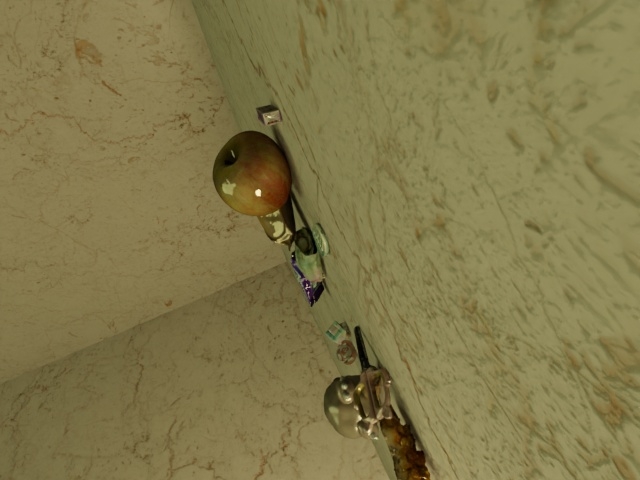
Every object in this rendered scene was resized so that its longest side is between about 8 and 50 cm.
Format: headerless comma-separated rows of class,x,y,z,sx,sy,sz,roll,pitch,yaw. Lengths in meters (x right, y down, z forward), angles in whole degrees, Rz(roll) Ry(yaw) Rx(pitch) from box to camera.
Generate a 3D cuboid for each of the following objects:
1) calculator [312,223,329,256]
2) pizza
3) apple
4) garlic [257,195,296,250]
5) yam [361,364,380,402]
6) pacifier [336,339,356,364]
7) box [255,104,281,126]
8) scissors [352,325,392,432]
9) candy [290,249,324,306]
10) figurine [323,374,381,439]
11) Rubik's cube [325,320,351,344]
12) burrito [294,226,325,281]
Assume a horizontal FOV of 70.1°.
calculator,0.000,0.000,1.387,0.153,0.021,0.095,93,154,-72
pizza,0.231,0.570,1.197,0.161,0.085,0.306,59,-171,-47
apple,-0.208,-0.207,1.454,0.233,0.257,0.257,30,-161,-39
garlic,-0.168,-0.096,1.668,0.196,0.151,0.339,94,162,-77
yam,0.161,0.457,1.451,0.300,0.066,0.066,79,166,-59
pacifier,0.108,0.446,1.800,0.078,0.081,0.099,31,-154,-51
box,-0.145,-0.347,1.263,0.117,0.050,0.036,-124,21,-62
scissors,0.134,0.374,1.302,0.024,0.160,0.318,23,-144,-28
candy,-0.051,0.120,1.818,0.145,0.070,0.276,-52,-50,-50
figurine,0.111,0.612,1.733,0.249,0.203,0.380,63,173,5
Rubik's cube,0.074,0.349,1.723,0.073,0.084,0.075,42,-169,-50
burrito,-0.044,0.066,1.659,0.229,0.089,0.144,81,169,-50
